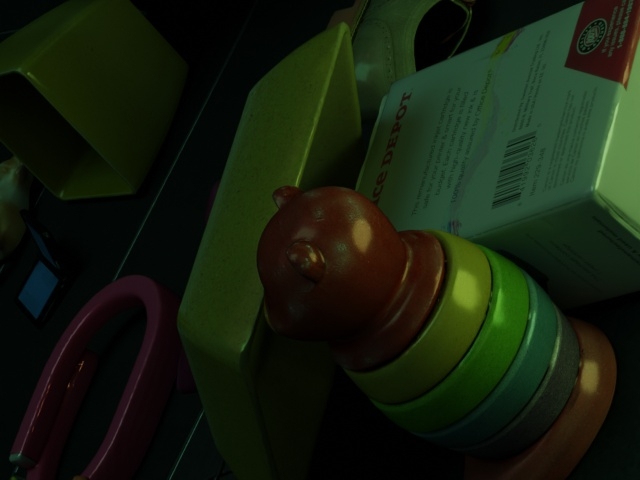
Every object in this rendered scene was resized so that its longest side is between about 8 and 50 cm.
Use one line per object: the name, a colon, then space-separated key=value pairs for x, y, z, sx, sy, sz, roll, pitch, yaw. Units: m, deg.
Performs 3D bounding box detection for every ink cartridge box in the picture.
ink cartridge box: x=0.174 y=-0.058 z=1.551 sx=0.306 sy=0.131 sz=0.226 roll=-20 pitch=43 yaw=49

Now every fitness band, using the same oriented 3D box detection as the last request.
fitness band: x=-0.240 y=0.171 z=2.022 sx=0.209 sy=0.054 sz=0.291 roll=-13 pitch=51 yaw=51

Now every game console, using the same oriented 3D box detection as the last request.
game console: x=-0.357 y=0.033 z=2.326 sx=0.071 sy=0.107 sz=0.122 roll=-31 pitch=26 yaw=-14

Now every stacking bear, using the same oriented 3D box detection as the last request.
stacking bear: x=0.071 y=0.063 z=1.418 sx=0.164 sy=0.289 sz=0.175 roll=-41 pitch=32 yaw=25

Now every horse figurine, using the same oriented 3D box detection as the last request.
horse figurine: x=-0.434 y=-0.036 z=2.516 sx=0.174 sy=0.066 sz=0.263 roll=-37 pitch=31 yaw=41

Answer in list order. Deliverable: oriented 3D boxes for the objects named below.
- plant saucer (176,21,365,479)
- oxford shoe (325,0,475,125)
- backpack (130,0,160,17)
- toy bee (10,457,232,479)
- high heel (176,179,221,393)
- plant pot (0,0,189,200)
plant saucer: x=-0.038 y=0.032 z=1.609 sx=0.081 sy=0.333 sz=0.333 roll=10 pitch=60 yaw=11
oxford shoe: x=0.107 y=-0.251 z=1.906 sx=0.130 sy=0.123 sz=0.348 roll=4 pitch=59 yaw=28
backpack: x=-0.254 y=-0.350 z=2.450 sx=0.158 sy=0.117 sz=0.173 roll=-48 pitch=-1 yaw=13
toy bee: x=-0.215 y=0.266 z=1.670 sx=0.195 sy=0.162 sz=0.298 roll=31 pitch=76 yaw=31
high heel: x=-0.112 y=0.045 z=1.932 sx=0.117 sy=0.082 sz=0.244 roll=-32 pitch=48 yaw=20
plant pot: x=-0.291 y=-0.191 z=2.335 sx=0.212 sy=0.212 sz=0.187 roll=-2 pitch=45 yaw=56
